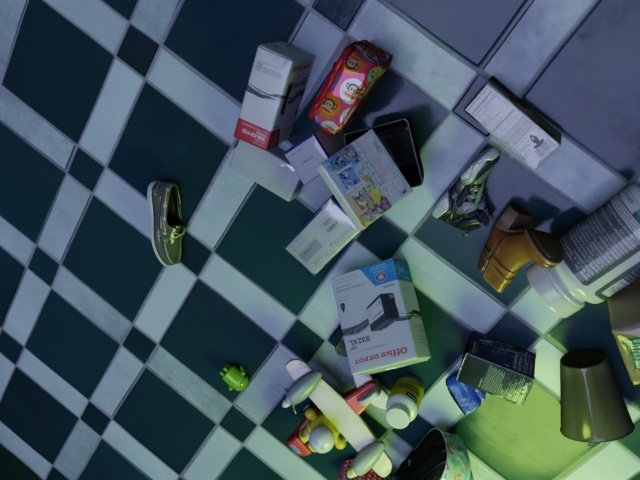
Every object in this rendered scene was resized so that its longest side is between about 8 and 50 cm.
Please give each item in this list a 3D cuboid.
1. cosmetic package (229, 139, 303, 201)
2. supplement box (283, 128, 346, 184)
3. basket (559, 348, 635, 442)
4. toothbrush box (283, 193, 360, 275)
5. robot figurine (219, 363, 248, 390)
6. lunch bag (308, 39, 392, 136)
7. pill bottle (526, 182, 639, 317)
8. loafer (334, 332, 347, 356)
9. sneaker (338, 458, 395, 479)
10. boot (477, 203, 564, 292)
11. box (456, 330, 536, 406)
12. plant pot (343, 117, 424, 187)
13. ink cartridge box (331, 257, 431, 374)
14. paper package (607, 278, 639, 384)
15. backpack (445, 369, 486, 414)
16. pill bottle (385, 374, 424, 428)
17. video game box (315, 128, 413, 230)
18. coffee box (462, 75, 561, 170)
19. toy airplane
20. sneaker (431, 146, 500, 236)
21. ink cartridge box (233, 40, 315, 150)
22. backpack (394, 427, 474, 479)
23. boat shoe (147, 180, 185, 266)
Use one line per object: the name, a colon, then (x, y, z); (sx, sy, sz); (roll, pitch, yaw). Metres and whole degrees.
cosmetic package: (-0.158, -0.233, 1.942); (0.231, 0.085, 0.117); (32, 117, 9)
supplement box: (0.003, -0.257, 1.793); (0.111, 0.220, 0.114); (-29, 98, 28)
basket: (0.782, 0.446, 1.798); (0.204, 0.154, 0.227); (-12, 101, 22)
toothbrush box: (0.048, -0.058, 1.806); (0.126, 0.295, 0.216); (44, 119, -1)
robot figurine: (-0.316, 0.508, 2.282); (0.115, 0.067, 0.101); (39, 109, 3)
lunch bag: (0.077, -0.401, 1.673); (0.120, 0.293, 0.258); (32, 117, 2)
pill bottle: (0.740, 0.036, 1.627); (0.204, 0.204, 0.361); (47, 118, 0)
loafer: (0.144, 0.315, 2.025); (0.267, 0.084, 0.096); (-35, 96, 28)
sneaker: (0.201, 0.871, 2.199); (0.299, 0.112, 0.121); (12, 73, 28)
boot: (0.529, 0.053, 1.686); (0.109, 0.283, 0.220); (11, 118, -23)
box: (0.531, 0.383, 1.864); (0.207, 0.153, 0.108); (20, 115, 12)
plant pot: (0.196, -0.245, 1.754); (0.188, 0.167, 0.188); (-11, 104, 23)
ink cartridge box: (0.181, 0.236, 1.885); (0.223, 0.129, 0.308); (-20, 72, 25)
paper package: (0.917, 0.189, 1.557); (0.324, 0.309, 0.168); (-20, 101, 27)
backpack: (0.459, 0.469, 1.959); (0.101, 0.098, 0.120); (-37, 84, 7)
pill bottle: (0.270, 0.523, 1.997); (0.103, 0.184, 0.103); (7, 112, 18)
video game box: (0.117, -0.160, 1.629); (0.205, 0.187, 0.048); (56, 157, -5)
coffee box: (0.507, -0.311, 1.626); (0.246, 0.141, 0.098); (42, 118, 3)
toy airplane: (0.056, 0.599, 2.058); (0.385, 0.272, 0.385); (9, 111, 18)
sneaker: (0.446, -0.129, 1.742); (0.153, 0.101, 0.269); (40, 124, 3)
ink cartridge box: (-0.133, -0.423, 1.797); (0.114, 0.197, 0.273); (24, 116, 10)
backpack: (0.386, 0.754, 2.021); (0.191, 0.225, 0.254); (22, 114, -12)
boat shoe: (-0.522, -0.055, 2.131); (0.091, 0.109, 0.305); (2, 106, 25)
